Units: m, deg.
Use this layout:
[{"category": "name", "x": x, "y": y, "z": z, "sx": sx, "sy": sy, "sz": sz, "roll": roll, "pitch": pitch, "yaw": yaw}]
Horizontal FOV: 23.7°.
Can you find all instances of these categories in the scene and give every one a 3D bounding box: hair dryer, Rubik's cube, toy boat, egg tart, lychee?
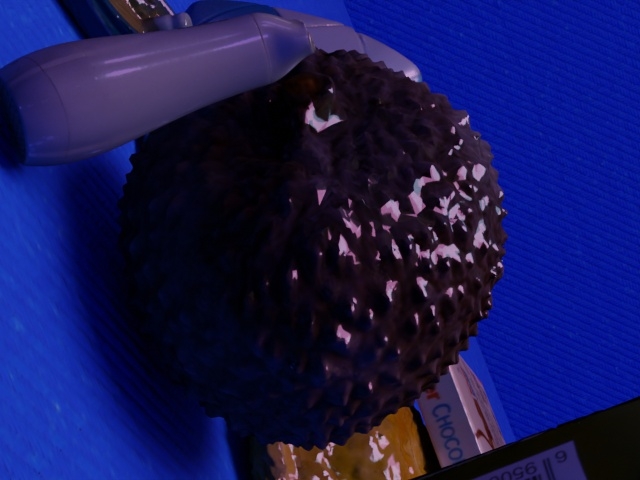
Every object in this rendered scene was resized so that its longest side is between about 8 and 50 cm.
[{"category": "hair dryer", "x": -0.131, "y": -0.116, "z": 1.074, "sx": 0.237, "sy": 0.206, "sz": 0.075, "roll": -158, "pitch": -128, "yaw": -70}, {"category": "Rubik's cube", "x": -0.023, "y": -0.110, "z": 1.425, "sx": 0.254, "sy": 0.254, "sz": 0.254, "roll": -21, "pitch": 90, "yaw": -80}, {"category": "toy boat", "x": -0.163, "y": -0.224, "z": 1.247, "sx": 0.238, "sy": 0.098, "sz": 0.109, "roll": 59, "pitch": 18, "yaw": -47}, {"category": "egg tart", "x": 0.037, "y": 0.224, "z": 1.322, "sx": 0.319, "sy": 0.128, "sz": 0.319, "roll": -21, "pitch": 90, "yaw": -77}, {"category": "lychee", "x": -0.002, "y": 0.003, "z": 1.109, "sx": 0.300, "sy": 0.300, "sz": 0.300, "roll": -21, "pitch": 90, "yaw": -80}]

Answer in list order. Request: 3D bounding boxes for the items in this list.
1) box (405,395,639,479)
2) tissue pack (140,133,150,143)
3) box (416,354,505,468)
[{"category": "box", "x": 0.181, "y": 0.341, "z": 1.143, "sx": 0.138, "sy": 0.373, "sz": 0.420, "roll": -96, "pitch": 162, "yaw": -57}, {"category": "tissue pack", "x": -0.125, "y": -0.030, "z": 1.264, "sx": 0.138, "sy": 0.028, "sz": 0.085, "roll": -106, "pitch": 173, "yaw": -51}, {"category": "box", "x": 0.157, "y": 0.232, "z": 1.429, "sx": 0.265, "sy": 0.048, "sz": 0.273, "roll": 51, "pitch": 19, "yaw": -66}]
